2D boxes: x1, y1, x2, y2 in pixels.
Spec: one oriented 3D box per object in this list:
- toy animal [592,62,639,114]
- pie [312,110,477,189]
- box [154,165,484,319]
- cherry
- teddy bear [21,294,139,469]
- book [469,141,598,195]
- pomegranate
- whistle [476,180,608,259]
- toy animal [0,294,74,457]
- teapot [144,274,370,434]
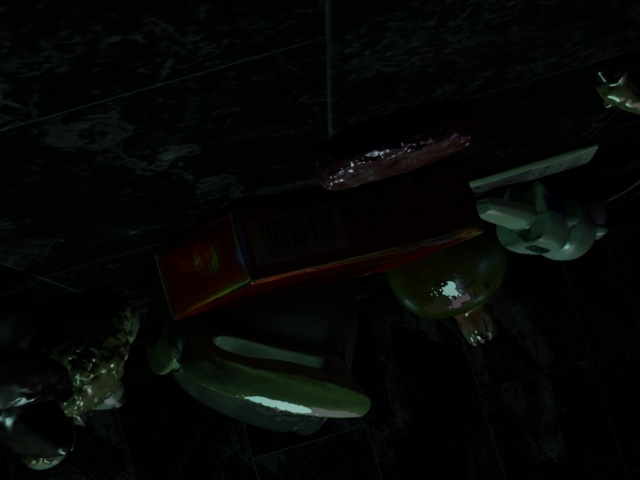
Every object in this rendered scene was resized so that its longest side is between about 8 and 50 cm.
[{"bbox_3d":[0.339,-0.139,1.216,0.101,0.103,0.218,9,-164,38],"label":"toy animal"},{"bbox_3d":[0.066,-0.081,1.184,0.154,0.036,0.154,-16,174,-2],"label":"pie"},{"bbox_3d":[-0.001,0.000,1.488,0.313,0.089,0.197,-11,171,-33],"label":"box"},{"bbox_3d":[0.365,-0.055,1.940,0.148,0.115,0.188,27,152,-9],"label":"cherry"},{"bbox_3d":[-0.328,0.165,1.765,0.256,0.156,0.267,-14,-136,61],"label":"teddy bear"},{"bbox_3d":[0.271,-0.089,1.738,0.181,0.014,0.127,-17,174,3],"label":"book"},{"bbox_3d":[0.187,0.052,1.885,0.180,0.210,0.180,-22,-172,3],"label":"pomegranate"},{"bbox_3d":[0.301,-0.027,1.830,0.244,0.092,0.110,15,162,-40],"label":"whistle"},{"bbox_3d":[-0.399,0.172,1.515,0.302,0.194,0.344,-12,180,7],"label":"toy animal"},{"bbox_3d":[-0.091,0.141,1.631,0.239,0.322,0.239,10,130,-23],"label":"teapot"}]
